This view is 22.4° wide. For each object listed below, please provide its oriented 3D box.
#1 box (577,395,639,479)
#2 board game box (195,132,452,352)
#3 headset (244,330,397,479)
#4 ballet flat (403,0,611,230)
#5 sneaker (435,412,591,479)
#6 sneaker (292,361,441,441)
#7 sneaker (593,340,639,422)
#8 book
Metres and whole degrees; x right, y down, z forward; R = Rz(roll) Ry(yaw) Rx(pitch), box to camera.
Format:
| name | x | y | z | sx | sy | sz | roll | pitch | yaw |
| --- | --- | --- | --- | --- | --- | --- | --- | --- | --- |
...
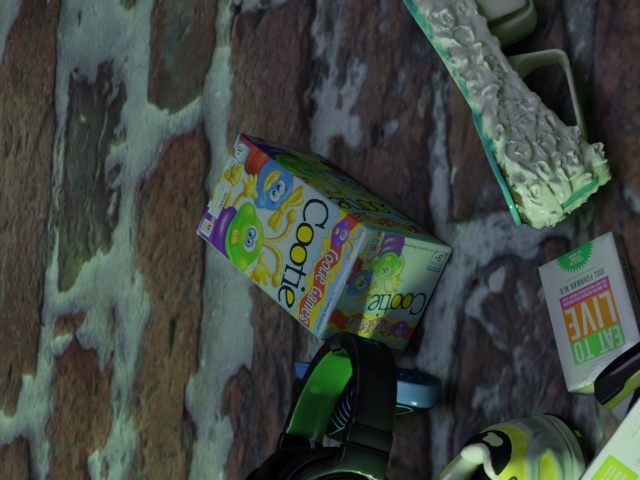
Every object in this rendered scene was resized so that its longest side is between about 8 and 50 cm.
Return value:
| name | x | y | z | sx | sy | sz | roll | pitch | yaw |
| --- | --- | --- | --- | --- | --- | --- | --- | --- | --- |
| box | 0.314 | 0.219 | 1.508 | 0.114 | 0.103 | 0.203 | 36 | 119 | 13 |
| board game box | 0.000 | 0.000 | 1.924 | 0.275 | 0.144 | 0.142 | 38 | 109 | 45 |
| headset | 0.018 | 0.299 | 1.733 | 0.243 | 0.185 | 0.394 | 156 | 132 | -70 |
| ballet flat | 0.201 | -0.190 | 1.780 | 0.147 | 0.147 | 0.409 | -45 | 54 | 32 |
| sneaker | 0.130 | 0.339 | 1.700 | 0.145 | 0.147 | 0.385 | 41 | 113 | 43 |
| sneaker | 0.053 | 0.192 | 1.878 | 0.232 | 0.081 | 0.090 | 2 | 91 | 52 |
| sneaker | 0.372 | 0.115 | 1.555 | 0.234 | 0.084 | 0.097 | -40 | 87 | 31 |
| book | 0.287 | 0.076 | 1.676 | 0.096 | 0.035 | 0.144 | -31 | 58 | 35 |
